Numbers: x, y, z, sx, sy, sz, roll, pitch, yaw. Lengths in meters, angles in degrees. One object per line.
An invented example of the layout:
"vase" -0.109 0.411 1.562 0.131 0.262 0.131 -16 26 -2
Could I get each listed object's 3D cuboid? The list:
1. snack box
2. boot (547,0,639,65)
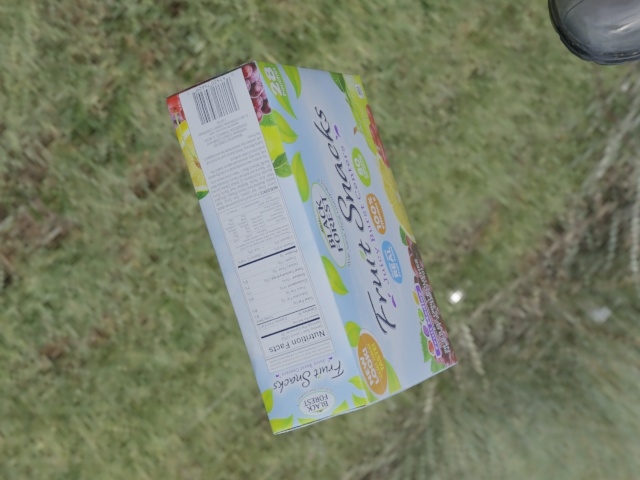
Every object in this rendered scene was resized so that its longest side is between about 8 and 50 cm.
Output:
"snack box" 0.000 0.000 0.864 0.070 0.207 0.174 -21 174 22
"boot" 0.221 -0.194 0.688 0.246 0.083 0.161 -31 162 -4
